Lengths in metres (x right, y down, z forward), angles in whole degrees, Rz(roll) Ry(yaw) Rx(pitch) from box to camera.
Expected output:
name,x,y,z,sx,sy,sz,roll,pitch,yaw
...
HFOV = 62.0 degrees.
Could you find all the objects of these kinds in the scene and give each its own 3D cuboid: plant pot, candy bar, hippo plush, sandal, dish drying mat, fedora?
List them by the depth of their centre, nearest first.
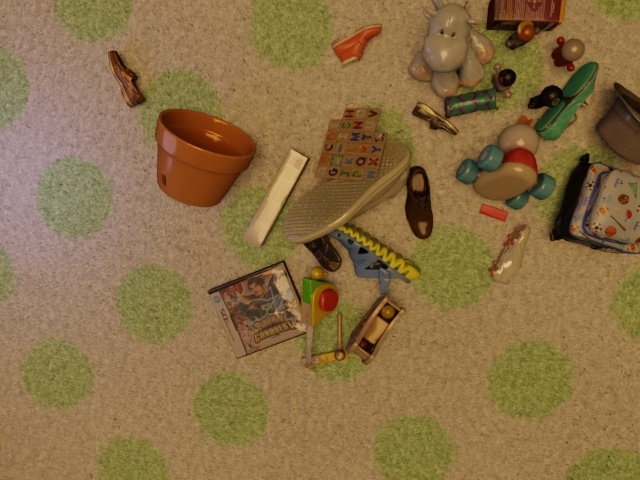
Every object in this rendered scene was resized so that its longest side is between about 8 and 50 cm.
name,x,y,z,sx,sy,sz,roll,pitch,yaw
hippo plush,0.382,-0.552,1.469,0.235,0.236,0.294,15,100,4
fedora,0.881,-0.304,1.491,0.276,0.243,0.124,30,129,-8
plant pot,-0.360,-0.234,1.583,0.291,0.291,0.203,26,116,1
dish drying mat,0.533,-0.086,1.639,0.083,0.008,0.032,19,100,2
sandal,0.147,0.059,1.644,0.317,0.126,0.138,35,104,1
sandal,0.000,0.000,1.673,0.090,0.060,0.219,-44,76,24
candy bar,0.011,0.387,1.754,0.162,0.018,0.040,-13,93,8

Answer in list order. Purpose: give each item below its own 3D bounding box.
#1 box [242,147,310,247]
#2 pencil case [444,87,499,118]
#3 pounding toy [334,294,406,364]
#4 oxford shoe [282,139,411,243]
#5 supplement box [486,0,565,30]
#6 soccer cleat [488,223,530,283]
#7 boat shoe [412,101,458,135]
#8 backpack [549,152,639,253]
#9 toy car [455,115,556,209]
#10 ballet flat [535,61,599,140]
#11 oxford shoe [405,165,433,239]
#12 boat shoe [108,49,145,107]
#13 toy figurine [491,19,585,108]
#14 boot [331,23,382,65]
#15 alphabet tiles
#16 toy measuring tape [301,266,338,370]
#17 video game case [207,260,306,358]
name,x,y,z,sx,sy,sz,roll,pitch,yaw
box,-0.137,-0.133,1.670,0.067,0.063,0.324,29,100,2
pencil case,0.443,-0.403,1.572,0.152,0.070,0.064,-9,64,8
pounding toy,0.125,0.275,1.651,0.155,0.154,0.269,37,95,-1
oxford shoe,0.089,-0.124,1.595,0.449,0.130,0.169,-36,56,3
supplement box,0.576,-0.645,1.504,0.188,0.104,0.080,4,98,5
soccer cleat,0.591,0.042,1.627,0.076,0.068,0.196,25,107,-4
boat shoe,0.343,-0.356,1.598,0.152,0.056,0.049,38,105,9
backpack,0.843,-0.084,1.518,0.264,0.213,0.276,17,97,-8
toy car,0.555,-0.249,1.551,0.219,0.210,0.237,25,71,-11
ballet flat,0.729,-0.395,1.548,0.087,0.083,0.247,32,101,-24
oxford shoe,0.298,-0.110,1.615,0.083,0.096,0.227,-10,99,5
boat shoe,-0.604,-0.508,1.664,0.060,0.064,0.177,-20,102,3
toy figurine,0.604,-0.489,1.502,0.210,0.148,0.213,25,100,1
boot,0.119,-0.584,1.585,0.158,0.059,0.084,-22,99,17
alphabet tiles,0.098,-0.289,1.581,0.198,0.009,0.237,7,74,29
toy measuring tape,0.000,0.242,1.687,0.122,0.121,0.330,1,100,5
video game case,-0.197,0.228,1.743,0.275,0.035,0.248,-22,95,8
